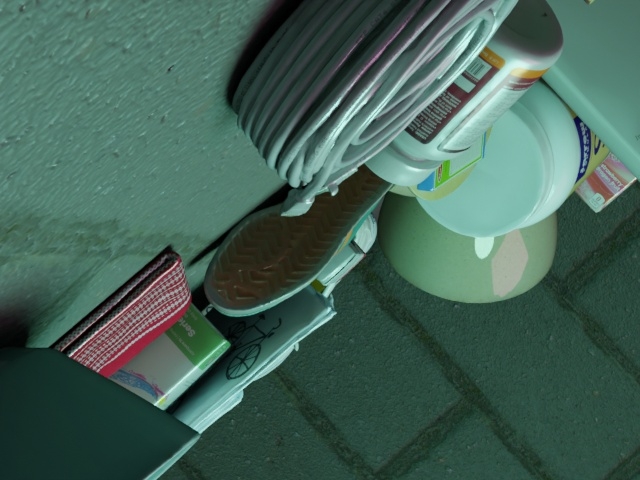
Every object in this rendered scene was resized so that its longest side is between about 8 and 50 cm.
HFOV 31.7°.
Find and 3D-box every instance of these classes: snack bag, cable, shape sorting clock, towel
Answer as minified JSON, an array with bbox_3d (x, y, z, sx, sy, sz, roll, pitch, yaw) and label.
[{"bbox_3d":[-0.139,0.159,1.558,0.342,0.037,0.323,-41,-162,-2],"label":"snack bag"},{"bbox_3d":[0.051,-0.146,0.818,0.257,0.089,0.257,-42,174,-15],"label":"cable"},{"bbox_3d":[0.158,-0.149,1.382,0.206,0.040,0.206,-35,135,-44],"label":"shape sorting clock"},{"bbox_3d":[-0.216,0.102,1.200,0.199,0.031,0.275,-42,175,-11],"label":"towel"}]

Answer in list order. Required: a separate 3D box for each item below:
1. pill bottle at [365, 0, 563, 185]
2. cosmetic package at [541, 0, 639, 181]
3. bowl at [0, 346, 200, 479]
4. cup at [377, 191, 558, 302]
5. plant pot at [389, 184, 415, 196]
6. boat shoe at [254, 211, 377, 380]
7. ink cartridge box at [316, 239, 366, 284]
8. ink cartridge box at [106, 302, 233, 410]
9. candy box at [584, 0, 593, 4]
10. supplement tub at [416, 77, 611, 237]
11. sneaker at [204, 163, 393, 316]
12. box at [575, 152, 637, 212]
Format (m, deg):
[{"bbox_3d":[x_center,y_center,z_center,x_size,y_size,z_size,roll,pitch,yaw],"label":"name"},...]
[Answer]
[{"bbox_3d":[0.128,-0.156,1.119,0.121,0.121,0.221,-37,173,-46],"label":"pill bottle"},{"bbox_3d":[0.392,-0.197,1.403,0.155,0.365,0.197,-41,178,9],"label":"cosmetic package"},{"bbox_3d":[-0.266,0.203,0.912,0.311,0.163,0.311,-42,174,-5],"label":"bowl"},{"bbox_3d":[0.272,-0.091,1.990,0.331,0.331,0.237,-39,149,-32],"label":"cup"},{"bbox_3d":[0.117,-0.121,1.482,0.096,0.109,0.109,-20,160,-50],"label":"plant pot"},{"bbox_3d":[-0.055,0.091,1.754,0.367,0.136,0.156,-46,174,14],"label":"boat shoe"},{"bbox_3d":[0.000,0.000,1.528,0.063,0.109,0.150,-42,175,4],"label":"ink cartridge box"},{"bbox_3d":[-0.219,0.171,1.406,0.212,0.093,0.154,-44,175,-7],"label":"ink cartridge box"},{"bbox_3d":[0.267,-0.308,0.970,0.187,0.109,0.053,-43,175,4],"label":"candy box"},{"bbox_3d":[0.284,-0.156,1.639,0.241,0.241,0.331,-46,174,37],"label":"supplement tub"},{"bbox_3d":[-0.023,-0.002,1.347,0.302,0.108,0.121,-41,171,-26],"label":"sneaker"},{"bbox_3d":[0.423,-0.218,1.846,0.154,0.300,0.142,-47,171,36],"label":"box"}]
